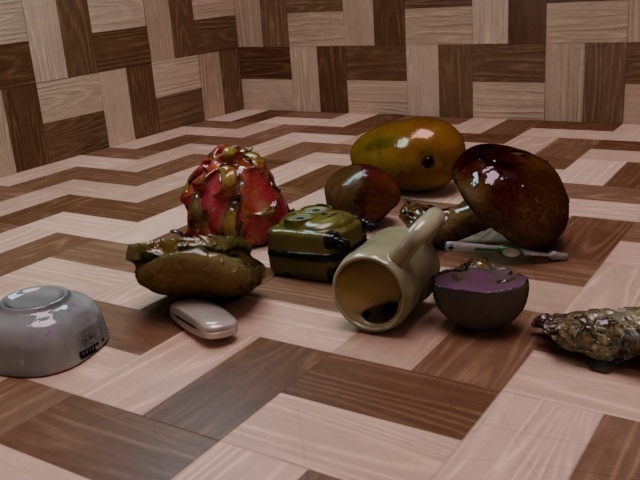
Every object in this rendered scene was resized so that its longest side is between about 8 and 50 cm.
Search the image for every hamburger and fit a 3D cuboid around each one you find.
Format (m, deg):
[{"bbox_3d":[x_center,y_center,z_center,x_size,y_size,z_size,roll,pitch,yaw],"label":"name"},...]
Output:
[{"bbox_3d":[-0.267,0.062,1.736,0.285,0.134,0.265,-6,-3,10],"label":"hamburger"}]

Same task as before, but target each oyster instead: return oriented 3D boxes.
[{"bbox_3d":[0.502,0.162,1.428,0.198,0.092,0.259,-4,15,-13],"label":"oyster"}]

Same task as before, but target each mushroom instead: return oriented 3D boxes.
[{"bbox_3d":[0.307,0.115,1.556,0.188,0.117,0.141,8,10,28],"label":"mushroom"},{"bbox_3d":[0.429,-0.072,1.986,0.334,0.356,0.331,34,-1,-18],"label":"mushroom"}]

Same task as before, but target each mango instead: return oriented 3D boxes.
[{"bbox_3d":[0.271,-0.282,2.594,0.300,0.232,0.446,-19,17,-29],"label":"mango"}]

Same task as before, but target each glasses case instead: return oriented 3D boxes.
[{"bbox_3d":[-0.241,0.159,1.638,0.081,0.051,0.204,-8,15,-32],"label":"glasses case"}]

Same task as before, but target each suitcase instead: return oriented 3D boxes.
[{"bbox_3d":[0.000,0.000,1.922,0.235,0.143,0.194,6,21,30],"label":"suitcase"}]

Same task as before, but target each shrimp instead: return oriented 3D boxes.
[{"bbox_3d":[0.325,0.082,1.751,0.145,0.061,0.267,-5,18,22],"label":"shrimp"}]

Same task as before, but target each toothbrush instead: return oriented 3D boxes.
[{"bbox_3d":[0.435,0.025,1.868,0.304,0.030,0.030,5,17,-11],"label":"toothbrush"}]

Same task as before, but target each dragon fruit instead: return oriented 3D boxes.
[{"bbox_3d":[-0.238,-0.133,2.184,0.314,0.262,0.296,-18,24,-37],"label":"dragon fruit"}]

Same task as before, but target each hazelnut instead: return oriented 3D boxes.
[{"bbox_3d":[0.113,-0.116,2.226,0.210,0.210,0.186,9,46,33],"label":"hazelnut"}]

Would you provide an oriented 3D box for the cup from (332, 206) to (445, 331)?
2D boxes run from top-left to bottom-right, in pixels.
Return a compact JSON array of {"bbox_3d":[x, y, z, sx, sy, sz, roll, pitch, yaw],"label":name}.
[{"bbox_3d":[0.144,0.036,1.609,0.173,0.255,0.202,19,27,23],"label":"cup"}]

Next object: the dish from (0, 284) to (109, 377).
[{"bbox_3d":[-0.558,0.165,1.588,0.256,0.117,0.256,-4,18,1],"label":"dish"}]
